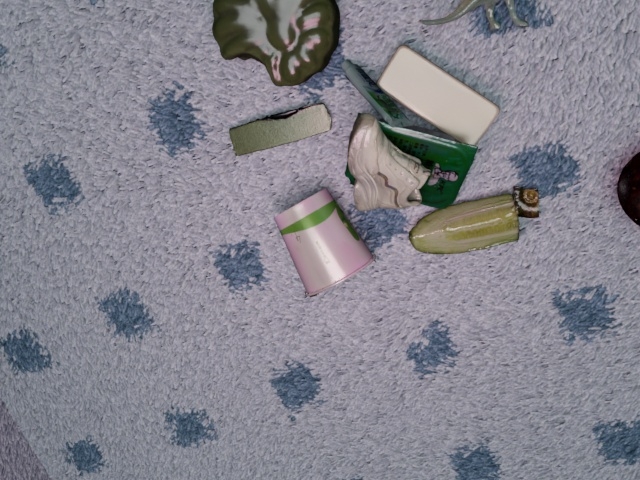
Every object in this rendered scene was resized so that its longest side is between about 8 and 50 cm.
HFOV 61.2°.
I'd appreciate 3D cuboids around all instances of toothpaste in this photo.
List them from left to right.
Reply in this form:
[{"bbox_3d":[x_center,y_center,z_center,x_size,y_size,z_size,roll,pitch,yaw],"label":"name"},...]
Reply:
[{"bbox_3d":[0.146,-0.404,1.493,0.297,0.075,0.048,56,143,31],"label":"toothpaste"}]

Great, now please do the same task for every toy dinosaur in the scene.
[{"bbox_3d":[0.454,-0.644,1.427,0.393,0.092,0.205,-14,106,15],"label":"toy dinosaur"}]

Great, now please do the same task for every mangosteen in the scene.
[{"bbox_3d":[0.944,-0.126,1.441,0.288,0.288,0.288,3,109,8],"label":"mangosteen"}]

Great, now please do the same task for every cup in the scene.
[{"bbox_3d":[0.000,0.000,1.651,0.253,0.253,0.274,-29,93,17],"label":"cup"}]

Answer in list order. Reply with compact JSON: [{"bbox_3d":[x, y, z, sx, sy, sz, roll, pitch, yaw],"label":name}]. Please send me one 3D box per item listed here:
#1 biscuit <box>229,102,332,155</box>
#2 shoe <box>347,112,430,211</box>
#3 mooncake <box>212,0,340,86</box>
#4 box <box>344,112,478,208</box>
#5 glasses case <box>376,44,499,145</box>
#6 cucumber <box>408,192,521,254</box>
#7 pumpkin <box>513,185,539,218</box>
[{"bbox_3d":[-0.123,-0.341,1.650,0.323,0.038,0.099,-14,109,12],"label":"biscuit"},{"bbox_3d":[0.189,-0.202,1.451,0.211,0.132,0.342,4,145,14],"label":"shoe"},{"bbox_3d":[-0.113,-0.604,1.483,0.351,0.187,0.351,3,108,10],"label":"mooncake"},{"bbox_3d":[0.253,-0.243,1.557,0.337,0.106,0.264,15,143,3],"label":"box"},{"bbox_3d":[0.330,-0.407,1.535,0.336,0.076,0.144,33,110,-3],"label":"glasses case"},{"bbox_3d":[0.431,-0.042,1.634,0.325,0.105,0.145,-14,132,13],"label":"cucumber"},{"bbox_3d":[0.613,-0.117,1.614,0.073,0.035,0.101,1,112,21],"label":"pumpkin"}]
